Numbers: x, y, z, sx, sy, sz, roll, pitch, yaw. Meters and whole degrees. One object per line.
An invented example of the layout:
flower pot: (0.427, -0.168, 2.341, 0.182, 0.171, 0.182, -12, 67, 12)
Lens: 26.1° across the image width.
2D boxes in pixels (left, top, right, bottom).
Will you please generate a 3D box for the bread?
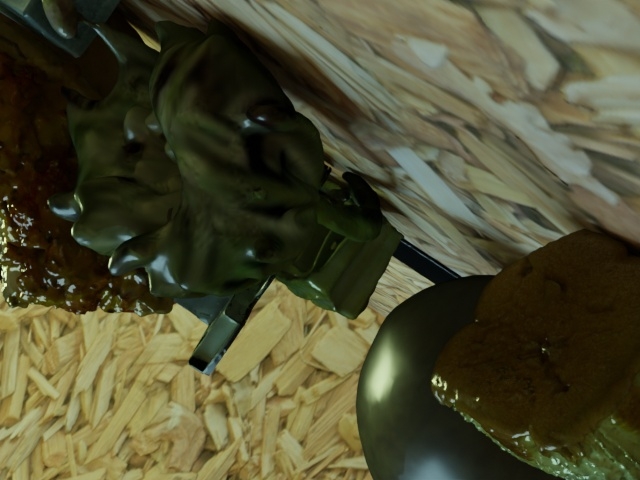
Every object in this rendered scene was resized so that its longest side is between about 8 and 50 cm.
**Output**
bread: (0.138, 0.061, 0.732, 0.069, 0.128, 0.140, 39, 168, -31)

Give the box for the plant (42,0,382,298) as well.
plant: (-0.018, -0.058, 0.966, 0.333, 0.180, 0.251, 1, -150, -39)

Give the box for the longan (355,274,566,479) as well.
longan: (0.143, 0.141, 1.040, 0.248, 0.248, 0.248, 34, 177, 2)

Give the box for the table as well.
table: (-0.065, 0.010, 1.183, 0.062, 0.146, 0.175, 34, -153, -4)

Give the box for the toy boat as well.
toy boat: (0.005, 0.003, 1.292, 0.084, 0.111, 0.276, 30, 179, -17)

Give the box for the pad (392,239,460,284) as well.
pad: (0.118, 0.031, 1.490, 0.300, 0.005, 0.202, 34, 176, 15)

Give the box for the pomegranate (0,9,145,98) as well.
pomegranate: (-0.249, -0.115, 1.163, 0.248, 0.248, 0.248, 34, 177, 2)

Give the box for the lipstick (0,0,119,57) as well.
lipstick: (-0.277, -0.234, 1.061, 0.317, 0.068, 0.066, 32, 176, 37)

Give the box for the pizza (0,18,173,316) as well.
pizza: (-0.209, -0.050, 1.004, 0.305, 0.161, 0.085, 51, 155, -23)

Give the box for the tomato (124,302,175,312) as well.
tomato: (-0.202, -0.049, 1.481, 0.224, 0.256, 0.256, 13, -167, -46)
